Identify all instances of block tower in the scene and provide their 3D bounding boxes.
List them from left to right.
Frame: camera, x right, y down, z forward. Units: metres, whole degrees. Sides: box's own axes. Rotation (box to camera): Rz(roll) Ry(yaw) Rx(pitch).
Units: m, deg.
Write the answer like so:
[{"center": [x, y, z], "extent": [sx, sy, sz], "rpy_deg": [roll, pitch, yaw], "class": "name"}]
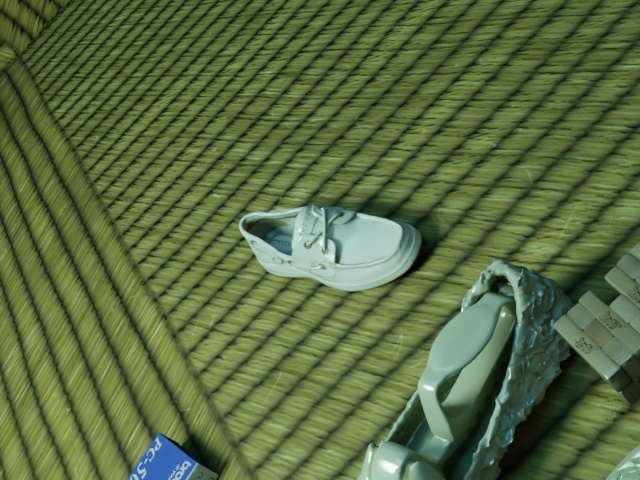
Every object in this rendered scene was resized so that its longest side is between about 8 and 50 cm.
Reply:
[{"center": [0.381, 0.007, 0.954], "extent": [0.335, 0.091, 0.097], "rpy_deg": [-44, 40, 4], "class": "block tower"}]

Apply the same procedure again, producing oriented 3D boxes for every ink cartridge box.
[{"center": [-0.223, 0.353, 1.259], "extent": [0.097, 0.046, 0.207], "rpy_deg": [23, 75, 48], "class": "ink cartridge box"}]

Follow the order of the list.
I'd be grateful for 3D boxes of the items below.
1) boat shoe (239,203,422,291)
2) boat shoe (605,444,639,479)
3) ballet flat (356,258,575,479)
[{"center": [0.000, 0.000, 1.304], "extent": [0.277, 0.096, 0.098], "rpy_deg": [-1, 58, 42], "class": "boat shoe"}, {"center": [0.204, 0.366, 0.780], "extent": [0.187, 0.156, 0.500], "rpy_deg": [42, 105, 46], "class": "boat shoe"}, {"center": [0.114, 0.192, 1.009], "extent": [0.147, 0.147, 0.409], "rpy_deg": [15, 69, 48], "class": "ballet flat"}]
